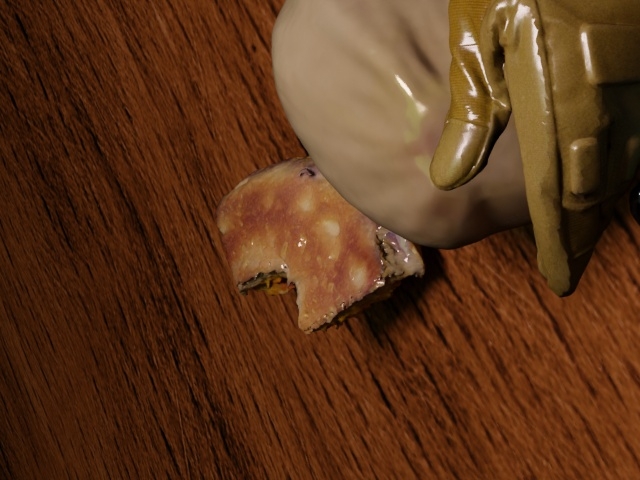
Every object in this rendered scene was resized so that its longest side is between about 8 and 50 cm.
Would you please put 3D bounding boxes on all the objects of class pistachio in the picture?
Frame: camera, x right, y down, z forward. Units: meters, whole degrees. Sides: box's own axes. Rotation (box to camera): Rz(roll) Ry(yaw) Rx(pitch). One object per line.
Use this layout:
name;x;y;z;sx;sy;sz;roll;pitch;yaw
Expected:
pistachio;0.076;-0.123;1.115;0.208;0.226;0.332;-58;43;13

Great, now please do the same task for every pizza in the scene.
pizza;0.000;0.000;1.397;0.305;0.085;0.161;23;96;53

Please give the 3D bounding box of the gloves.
gloves;0.153;-0.132;0.903;0.141;0.154;0.331;-7;86;47

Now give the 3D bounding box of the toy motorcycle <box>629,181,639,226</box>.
toy motorcycle;0.298;-0.024;0.837;0.109;0.198;0.296;-61;9;-18
